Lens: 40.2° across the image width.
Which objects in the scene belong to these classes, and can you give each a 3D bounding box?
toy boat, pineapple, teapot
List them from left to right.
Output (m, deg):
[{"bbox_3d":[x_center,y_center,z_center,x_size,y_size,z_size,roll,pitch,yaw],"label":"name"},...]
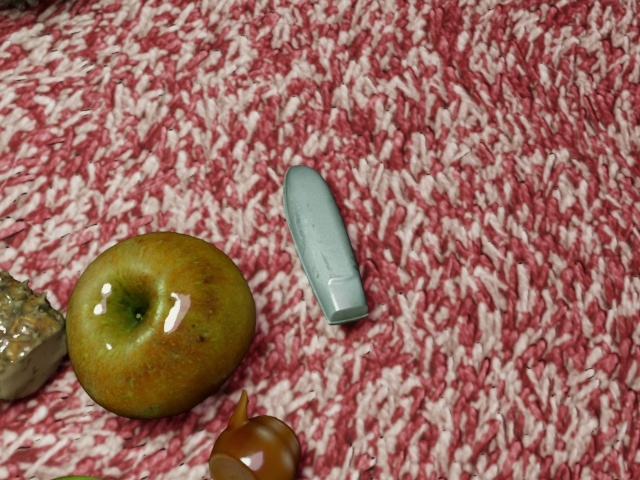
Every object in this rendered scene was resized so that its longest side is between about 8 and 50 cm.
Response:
[{"bbox_3d":[-0.454,0.059,1.085,0.310,0.141,0.170,36,97,14],"label":"pineapple"},{"bbox_3d":[-0.069,0.269,1.081,0.116,0.116,0.173,-32,103,-18],"label":"teapot"},{"bbox_3d":[0.000,0.000,1.209,0.078,0.085,0.260,-12,60,-13],"label":"toy boat"}]

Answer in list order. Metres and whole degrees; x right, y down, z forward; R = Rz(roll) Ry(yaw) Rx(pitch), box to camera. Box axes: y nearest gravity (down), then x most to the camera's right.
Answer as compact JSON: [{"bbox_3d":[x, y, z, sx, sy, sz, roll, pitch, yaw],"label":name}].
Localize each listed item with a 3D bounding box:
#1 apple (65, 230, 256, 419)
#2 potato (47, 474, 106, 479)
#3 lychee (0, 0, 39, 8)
[{"bbox_3d":[-0.191,0.107,1.083,0.237,0.207,0.237,-4,69,11],"label":"apple"},{"bbox_3d":[-0.310,0.377,0.965,0.186,0.148,0.253,25,70,12],"label":"potato"},{"bbox_3d":[-0.452,-0.534,1.190,0.380,0.380,0.432,-8,84,-11],"label":"lychee"}]
